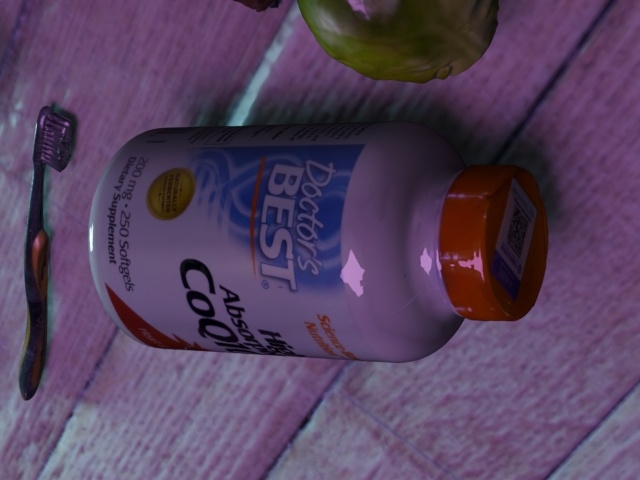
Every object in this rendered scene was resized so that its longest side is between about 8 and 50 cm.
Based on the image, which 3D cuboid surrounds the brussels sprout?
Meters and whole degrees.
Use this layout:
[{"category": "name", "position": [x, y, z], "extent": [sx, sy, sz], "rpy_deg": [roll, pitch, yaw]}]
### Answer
[{"category": "brussels sprout", "position": [0.048, -0.162, 0.905], "extent": [0.117, 0.155, 0.155], "rpy_deg": [-19, 111, 39]}]

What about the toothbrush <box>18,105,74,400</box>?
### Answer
[{"category": "toothbrush", "position": [-0.232, 0.021, 1.294], "extent": [0.031, 0.023, 0.321], "rpy_deg": [29, 133, 15]}]

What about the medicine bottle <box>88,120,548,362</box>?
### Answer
[{"category": "medicine bottle", "position": [0.000, 0.000, 1.040], "extent": [0.288, 0.157, 0.157], "rpy_deg": [1, 122, 32]}]

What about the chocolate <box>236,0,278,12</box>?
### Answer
[{"category": "chocolate", "position": [-0.166, -0.242, 1.033], "extent": [0.329, 0.065, 0.102], "rpy_deg": [24, 131, 13]}]
